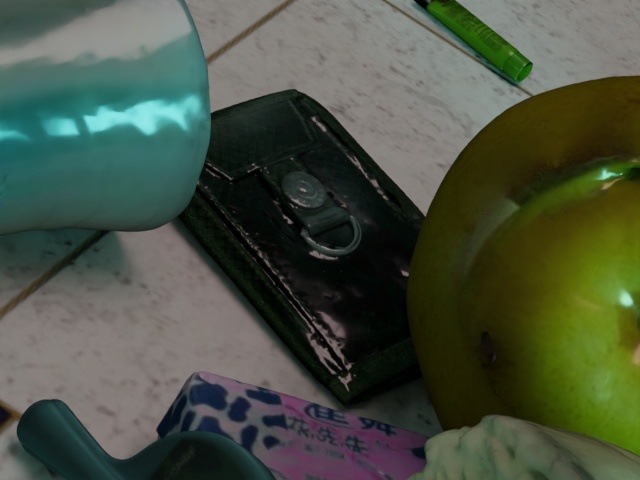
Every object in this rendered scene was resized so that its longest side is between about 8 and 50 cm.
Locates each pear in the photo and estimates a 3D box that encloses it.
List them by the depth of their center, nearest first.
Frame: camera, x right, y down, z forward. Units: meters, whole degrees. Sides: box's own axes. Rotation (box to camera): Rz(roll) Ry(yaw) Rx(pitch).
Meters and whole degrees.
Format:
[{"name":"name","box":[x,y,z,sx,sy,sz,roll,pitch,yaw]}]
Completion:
[{"name":"pear","box":[0.181,0.048,0.999,0.285,0.336,0.285,2,73,-6]}]

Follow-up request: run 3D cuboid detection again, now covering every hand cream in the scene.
[{"name":"hand cream","box":[0.135,-0.182,1.462,0.036,0.023,0.122,-29,62,-38]}]

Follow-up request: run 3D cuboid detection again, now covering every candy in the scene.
[{"name":"candy","box":[-0.010,0.138,0.915,0.160,0.073,0.092,18,38,-15]}]

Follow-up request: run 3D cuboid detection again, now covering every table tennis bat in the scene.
[{"name":"table tennis bat","box":[-0.091,0.140,0.843,0.201,0.124,0.033,35,-1,40]}]

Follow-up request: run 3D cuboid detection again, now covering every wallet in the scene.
[{"name":"wallet","box":[0.001,-0.002,1.121,0.160,0.055,0.236,-21,59,-40]}]

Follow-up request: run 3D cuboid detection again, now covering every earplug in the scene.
[{"name":"earplug","box":[-0.245,-0.070,0.943,0.324,0.185,0.185,-12,52,-36]}]

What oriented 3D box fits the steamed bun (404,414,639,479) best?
[{"name":"steamed bun","box":[0.130,0.228,0.735,0.273,0.272,0.290,4,46,-32]}]
